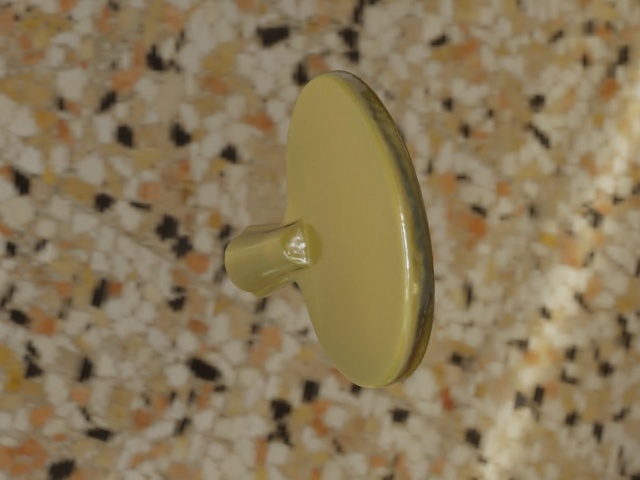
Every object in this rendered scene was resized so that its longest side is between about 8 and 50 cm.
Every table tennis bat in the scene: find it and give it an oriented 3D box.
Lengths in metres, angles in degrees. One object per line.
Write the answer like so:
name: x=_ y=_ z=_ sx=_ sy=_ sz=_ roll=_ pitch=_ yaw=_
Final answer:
table tennis bat: x=0.000 y=0.000 z=1.219 sx=0.050 sy=0.321 sz=0.198 roll=-11 pitch=87 yaw=-19
